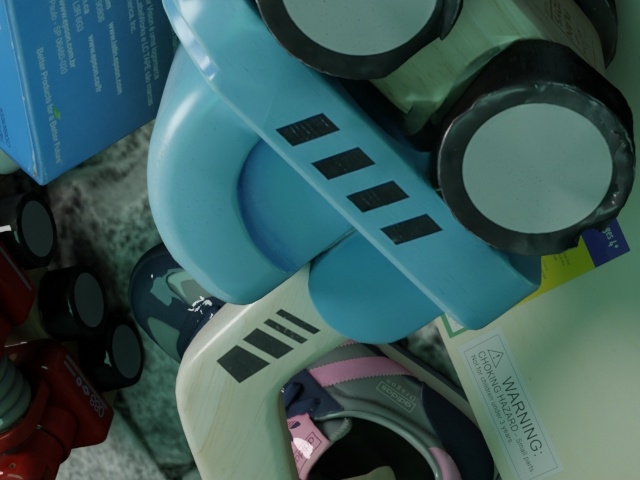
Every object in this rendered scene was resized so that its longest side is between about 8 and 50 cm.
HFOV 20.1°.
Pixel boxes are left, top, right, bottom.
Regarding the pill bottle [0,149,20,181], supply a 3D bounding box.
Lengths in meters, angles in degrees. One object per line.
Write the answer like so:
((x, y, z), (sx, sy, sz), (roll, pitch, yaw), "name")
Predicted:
((-0.275, -0.074, 1.376), (0.152, 0.086, 0.086), (-30, 97, 26), "pill bottle")

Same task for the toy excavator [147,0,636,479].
((0.000, 0.000, 1.103), (0.445, 0.222, 0.433), (-35, 114, 25), "toy excavator")

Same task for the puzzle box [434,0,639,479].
((0.205, 0.048, 1.168), (0.272, 0.052, 0.409), (-30, 78, 39), "puzzle box")

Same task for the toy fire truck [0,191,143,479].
((-0.263, 0.120, 1.328), (0.158, 0.246, 0.217), (-11, 132, 22), "toy fire truck")

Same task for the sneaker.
((-0.017, 0.109, 1.324), (0.319, 0.131, 0.112), (29, 117, 8), "sneaker")

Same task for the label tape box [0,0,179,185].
((-0.083, -0.220, 1.123), (0.106, 0.334, 0.240), (39, 149, 32), "label tape box")
